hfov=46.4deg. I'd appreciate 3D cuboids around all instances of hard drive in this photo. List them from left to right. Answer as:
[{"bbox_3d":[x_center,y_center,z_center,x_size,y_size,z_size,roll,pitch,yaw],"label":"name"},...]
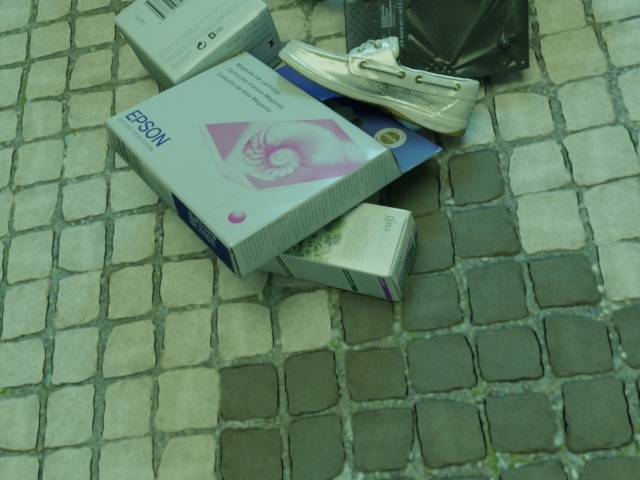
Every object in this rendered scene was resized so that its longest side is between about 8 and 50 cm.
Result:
[{"bbox_3d":[0.163,-0.312,1.059,0.254,0.054,0.172,-2,100,12],"label":"hard drive"}]

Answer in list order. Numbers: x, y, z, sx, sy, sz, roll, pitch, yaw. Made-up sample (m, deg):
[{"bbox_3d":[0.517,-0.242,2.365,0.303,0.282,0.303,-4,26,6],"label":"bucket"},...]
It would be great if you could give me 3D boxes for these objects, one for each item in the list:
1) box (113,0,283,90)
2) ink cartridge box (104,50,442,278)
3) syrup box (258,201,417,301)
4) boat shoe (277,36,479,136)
[{"bbox_3d":[-0.184,-0.313,1.148,0.181,0.119,0.182,-42,64,-7],"label":"box"},{"bbox_3d":[-0.067,-0.140,0.992,0.330,0.071,0.324,-34,51,-21],"label":"ink cartridge box"},{"bbox_3d":[0.000,0.000,0.975,0.237,0.096,0.093,12,69,18],"label":"syrup box"},{"bbox_3d":[0.082,-0.232,1.016,0.277,0.098,0.096,20,110,-2],"label":"boat shoe"}]
